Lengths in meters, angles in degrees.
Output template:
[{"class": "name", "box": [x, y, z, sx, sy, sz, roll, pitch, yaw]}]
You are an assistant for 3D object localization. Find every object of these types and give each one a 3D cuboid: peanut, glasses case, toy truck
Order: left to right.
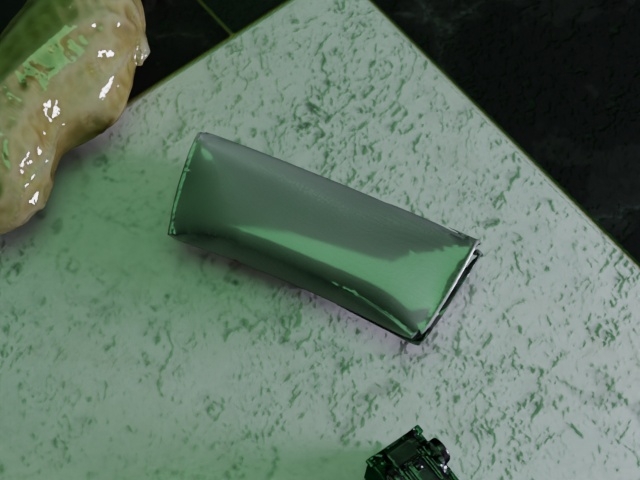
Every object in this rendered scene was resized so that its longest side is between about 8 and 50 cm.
[{"class": "peanut", "box": [-0.285, -0.138, 1.695, 0.153, 0.140, 0.325, 29, 65, -6]}, {"class": "glasses case", "box": [-0.001, 0.002, 1.660, 0.308, 0.083, 0.128, 23, 69, 10]}, {"class": "toy truck", "box": [0.109, 0.245, 1.532, 0.065, 0.079, 0.147, -33, 67, -19]}]
